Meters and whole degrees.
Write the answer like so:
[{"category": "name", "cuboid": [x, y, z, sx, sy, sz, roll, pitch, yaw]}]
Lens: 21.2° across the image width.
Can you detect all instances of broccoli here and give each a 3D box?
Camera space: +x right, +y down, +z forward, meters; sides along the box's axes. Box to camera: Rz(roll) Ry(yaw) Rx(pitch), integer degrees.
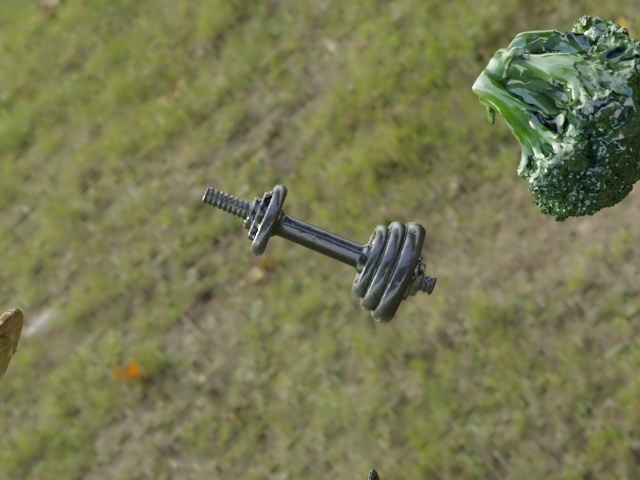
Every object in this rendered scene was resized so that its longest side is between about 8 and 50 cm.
[{"category": "broccoli", "cuboid": [0.322, -0.158, 2.166, 0.294, 0.245, 0.265, -46, -14, -46]}]

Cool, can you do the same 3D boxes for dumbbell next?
[{"category": "dumbbell", "cuboid": [0.000, 0.000, 1.751, 0.110, 0.254, 0.110, -157, 90, -86]}]

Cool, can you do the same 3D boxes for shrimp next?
[{"category": "shrimp", "cuboid": [-0.256, 0.101, 1.271, 0.114, 0.023, 0.083, -62, -6, 21]}]

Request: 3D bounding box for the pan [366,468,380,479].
[{"category": "pan", "cuboid": [0.036, 0.291, 1.590, 0.028, 0.136, 0.235, -15, 27, 23]}]
